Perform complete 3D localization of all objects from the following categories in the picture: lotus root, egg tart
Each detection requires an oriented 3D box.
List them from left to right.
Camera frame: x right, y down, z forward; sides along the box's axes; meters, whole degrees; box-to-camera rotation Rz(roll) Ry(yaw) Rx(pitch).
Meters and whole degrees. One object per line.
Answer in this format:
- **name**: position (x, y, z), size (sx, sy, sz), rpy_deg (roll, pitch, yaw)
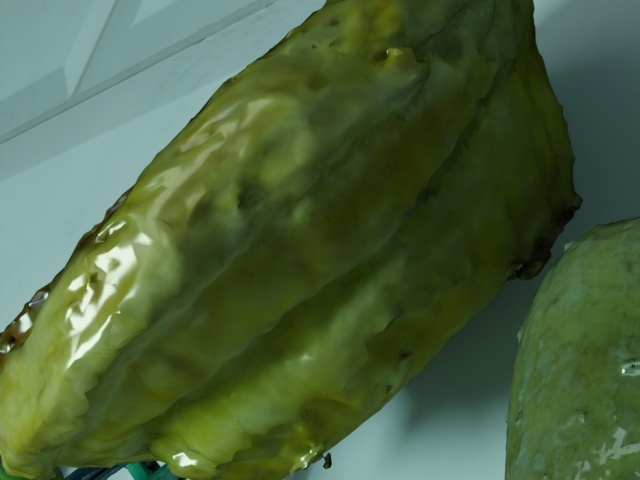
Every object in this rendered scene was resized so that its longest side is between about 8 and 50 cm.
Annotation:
- **egg tart**: position (0.000, 0.000, 0.552), size (0.290, 0.115, 0.290), rpy_deg (-43, -1, -1)
- **lotus root**: position (0.097, 0.066, 0.418), size (0.090, 0.077, 0.183), rpy_deg (-31, 35, 40)

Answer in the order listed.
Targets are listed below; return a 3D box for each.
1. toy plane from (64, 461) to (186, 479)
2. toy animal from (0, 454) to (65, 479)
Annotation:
- **toy plane**: position (-0.127, 0.157, 0.670), size (0.235, 0.096, 0.060), rpy_deg (-39, 30, -6)
- **toy animal**: position (-0.103, 0.165, 0.610), size (0.041, 0.075, 0.217), rpy_deg (6, 108, 42)
